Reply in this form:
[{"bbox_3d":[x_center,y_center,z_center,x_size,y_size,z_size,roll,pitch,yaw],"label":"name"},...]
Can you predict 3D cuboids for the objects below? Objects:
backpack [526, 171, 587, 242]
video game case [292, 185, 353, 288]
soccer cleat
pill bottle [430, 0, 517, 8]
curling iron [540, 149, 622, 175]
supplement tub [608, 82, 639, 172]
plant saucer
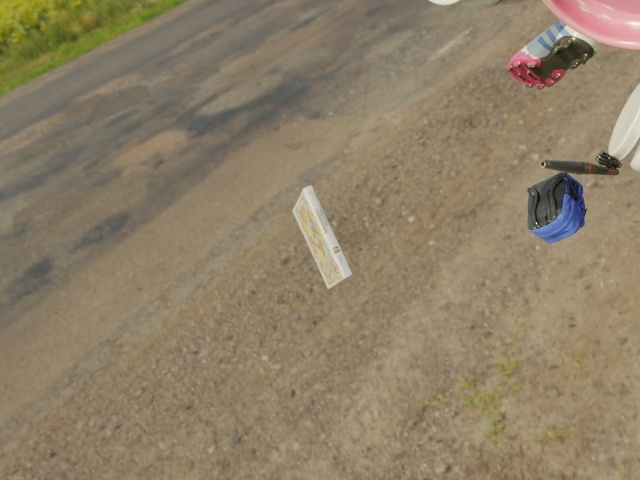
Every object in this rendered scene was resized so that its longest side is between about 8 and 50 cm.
[{"bbox_3d":[0.456,-0.054,1.449,0.098,0.101,0.120,-36,27,49],"label":"backpack"},{"bbox_3d":[0.000,0.000,1.662,0.026,0.206,0.227,-24,-5,-11],"label":"video game case"},{"bbox_3d":[0.563,-0.453,1.780,0.143,0.116,0.331,-58,11,-8],"label":"soccer cleat"},{"bbox_3d":[0.393,-0.634,1.677,0.392,0.223,0.224,-22,21,-39],"label":"pill bottle"},{"bbox_3d":[0.589,-0.170,1.722,0.274,0.035,0.068,-7,46,-35],"label":"curling iron"},{"bbox_3d":[0.759,-0.204,1.557,0.272,0.191,0.191,22,36,6],"label":"supplement tub"},{"bbox_3d":[0.535,-0.476,1.329,0.332,0.332,0.084,12,64,50],"label":"plant saucer"}]
